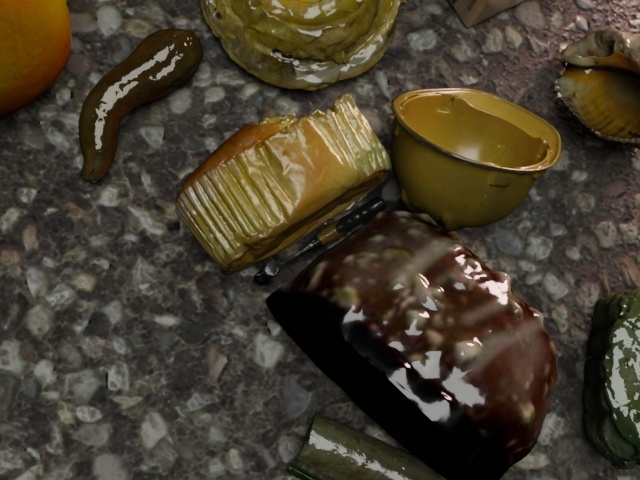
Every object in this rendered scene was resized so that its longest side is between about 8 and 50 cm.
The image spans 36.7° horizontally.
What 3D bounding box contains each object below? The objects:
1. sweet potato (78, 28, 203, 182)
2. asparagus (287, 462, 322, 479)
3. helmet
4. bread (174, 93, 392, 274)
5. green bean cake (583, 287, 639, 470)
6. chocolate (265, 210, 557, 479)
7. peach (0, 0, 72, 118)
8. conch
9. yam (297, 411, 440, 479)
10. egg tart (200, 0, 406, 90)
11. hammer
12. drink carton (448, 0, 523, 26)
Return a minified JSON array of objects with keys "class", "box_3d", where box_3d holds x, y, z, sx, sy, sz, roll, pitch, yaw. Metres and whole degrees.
[{"class":"sweet potato","box_3d":[-0.235,-0.179,1.193,0.081,0.062,0.233,39,79,-1]},{"class":"asparagus","box_3d":[0.029,0.314,1.156,0.162,0.016,0.016,34,50,-1]},{"class":"helmet","box_3d":[0.174,-0.087,1.191,0.205,0.257,0.140,31,118,22]},{"class":"bread","box_3d":[-0.045,-0.069,1.139,0.250,0.179,0.133,-32,80,-13]},{"class":"green bean cake","box_3d":[0.444,0.179,1.195,0.227,0.125,0.223,7,77,-2]},{"class":"chocolate","box_3d":[0.125,0.103,1.104,0.340,0.225,0.210,40,71,20]},{"class":"peach","box_3d":[-0.467,-0.260,1.056,0.380,0.306,0.243,-7,73,-15]},{"class":"conch","box_3d":[0.417,-0.202,1.252,0.245,0.163,0.178,17,57,25]},{"class":"yam","box_3d":[0.055,0.266,1.143,0.169,0.068,0.068,23,76,-3]},{"class":"egg tart","box_3d":[-0.019,-0.331,1.238,0.278,0.095,0.279,1,80,-7]},{"class":"hammer","box_3d":[0.000,0.000,1.195,0.201,0.078,0.021,-32,87,-24]},{"class":"drink carton","box_3d":[0.317,-0.431,1.257,0.324,0.194,0.132,-29,83,-12]}]
